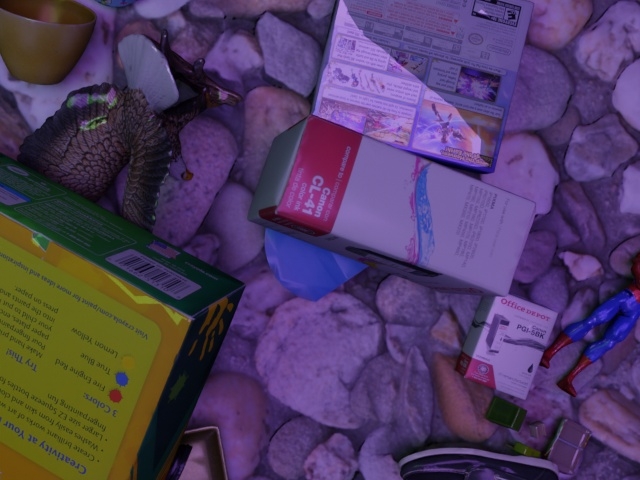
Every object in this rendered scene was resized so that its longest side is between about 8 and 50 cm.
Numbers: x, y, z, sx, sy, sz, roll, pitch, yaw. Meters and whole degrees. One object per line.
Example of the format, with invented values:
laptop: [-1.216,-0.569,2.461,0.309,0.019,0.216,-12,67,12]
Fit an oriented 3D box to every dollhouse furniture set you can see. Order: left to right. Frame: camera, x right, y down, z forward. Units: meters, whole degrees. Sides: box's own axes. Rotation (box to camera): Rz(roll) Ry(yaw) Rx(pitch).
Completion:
dollhouse furniture set: [0.318,0.283,1.221,0.151,0.058,0.076,28,82,-25]

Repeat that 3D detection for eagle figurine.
eagle figurine: [-0.240,-0.106,1.075,0.225,0.226,0.298,41,83,-26]

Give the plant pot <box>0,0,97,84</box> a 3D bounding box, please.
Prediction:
plant pot: [-0.368,-0.261,1.092,0.134,0.134,0.095,14,116,-6]

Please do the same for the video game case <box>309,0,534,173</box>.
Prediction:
video game case: [0.137,-0.241,1.162,0.269,0.061,0.245,13,90,-5]

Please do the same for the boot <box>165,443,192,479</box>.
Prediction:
boot: [-0.241,0.309,1.117,0.099,0.045,0.121,30,90,-2]

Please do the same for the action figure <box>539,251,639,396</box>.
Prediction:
action figure: [0.443,0.103,1.172,0.280,0.139,0.091,-45,97,-4]

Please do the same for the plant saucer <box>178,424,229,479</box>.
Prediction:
plant saucer: [-0.218,0.360,1.165,0.188,0.045,0.189,-10,93,-5]

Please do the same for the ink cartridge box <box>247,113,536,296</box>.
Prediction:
ink cartridge box: [0.080,-0.036,1.062,0.306,0.226,0.131,21,83,-12]

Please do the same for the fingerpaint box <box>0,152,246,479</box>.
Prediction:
fingerpaint box: [-0.365,0.124,0.985,0.444,0.163,0.371,27,107,11]

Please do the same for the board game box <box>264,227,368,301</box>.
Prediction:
board game box: [0.000,0.000,1.174,0.168,0.033,0.133,-34,97,-13]

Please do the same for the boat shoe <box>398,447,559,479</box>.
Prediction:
boat shoe: [0.225,0.343,1.173,0.233,0.084,0.079,9,53,-2]

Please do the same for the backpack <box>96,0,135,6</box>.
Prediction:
backpack: [-0.265,-0.404,1.092,0.173,0.117,0.158,-41,94,1]

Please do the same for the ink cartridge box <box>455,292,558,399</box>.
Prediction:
ink cartridge box: [0.266,0.145,1.193,0.099,0.056,0.135,20,91,-5]
